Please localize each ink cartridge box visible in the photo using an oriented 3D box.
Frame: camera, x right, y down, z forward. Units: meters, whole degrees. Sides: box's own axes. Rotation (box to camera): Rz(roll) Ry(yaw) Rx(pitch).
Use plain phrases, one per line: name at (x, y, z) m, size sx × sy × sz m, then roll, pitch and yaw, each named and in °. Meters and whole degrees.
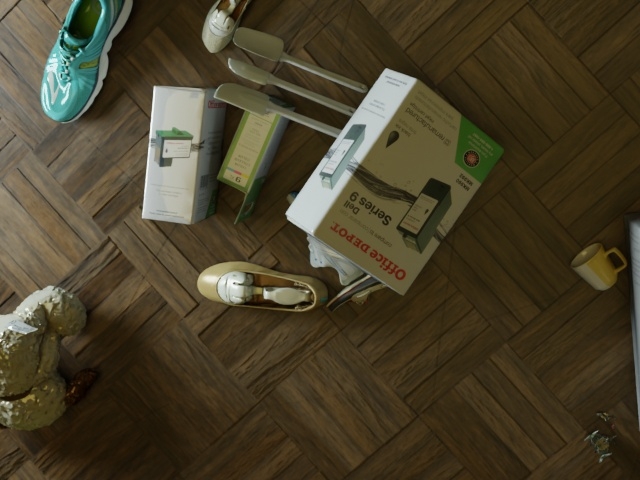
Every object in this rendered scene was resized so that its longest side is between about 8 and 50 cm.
ink cartridge box at (-0.117, -0.139, 1.862) m, size 0.062 × 0.109 × 0.209 m, roll 24°, pitch 101°, yaw 5°
ink cartridge box at (0.117, -0.089, 1.766) m, size 0.211 × 0.121 × 0.289 m, roll 33°, pitch 91°, yaw -28°
ink cartridge box at (-0.222, -0.147, 1.851) m, size 0.092 × 0.160 × 0.219 m, roll 7°, pitch 98°, yaw 7°

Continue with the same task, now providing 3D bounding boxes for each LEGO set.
LEGO set at (0.477, 0.332, 1.886) m, size 0.054 × 0.023 × 0.083 m, roll 26°, pitch 87°, yaw 2°

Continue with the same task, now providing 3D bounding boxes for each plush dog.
plush dog at (-0.522, 0.233, 1.946) m, size 0.262 × 0.211 × 0.225 m, roll -14°, pitch 119°, yaw 10°

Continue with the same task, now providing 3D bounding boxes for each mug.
mug at (0.457, 0.047, 1.824) m, size 0.062 × 0.078 × 0.064 m, roll -43°, pitch 99°, yaw -16°

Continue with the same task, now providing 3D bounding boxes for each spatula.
spatula at (-0.039, -0.250, 1.812) m, size 0.242 × 0.168 × 0.019 m, roll 19°, pitch 141°, yaw -8°

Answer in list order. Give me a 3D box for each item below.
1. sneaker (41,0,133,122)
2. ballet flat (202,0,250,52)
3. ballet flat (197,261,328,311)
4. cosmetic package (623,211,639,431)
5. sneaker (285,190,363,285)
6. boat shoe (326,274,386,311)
sneaker at (-0.412, -0.324, 1.875) m, size 0.107 × 0.110 × 0.275 m, roll 27°, pitch 111°, yaw 4°
ballet flat at (-0.152, -0.391, 1.862) m, size 0.057 × 0.052 × 0.168 m, roll 31°, pitch 101°, yaw 3°
ballet flat at (-0.103, 0.081, 1.908) m, size 0.232 × 0.073 × 0.080 m, roll 4°, pitch 98°, yaw 8°
cosmetic package at (0.575, 0.149, 1.748) m, size 0.156 × 0.217 × 0.385 m, roll -6°, pitch 98°, yaw 9°
sneaker at (0.000, 0.000, 1.886) m, size 0.083 × 0.071 × 0.191 m, roll -43°, pitch 90°, yaw 17°
boat shoe at (0.073, 0.085, 1.898) m, size 0.137 × 0.049 × 0.043 m, roll -34°, pitch 94°, yaw 6°
